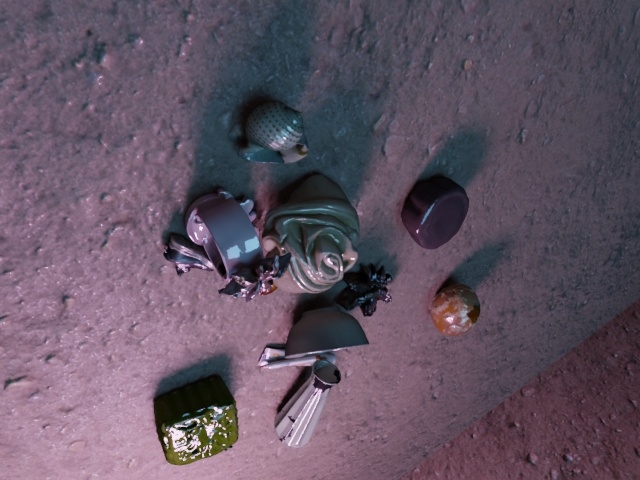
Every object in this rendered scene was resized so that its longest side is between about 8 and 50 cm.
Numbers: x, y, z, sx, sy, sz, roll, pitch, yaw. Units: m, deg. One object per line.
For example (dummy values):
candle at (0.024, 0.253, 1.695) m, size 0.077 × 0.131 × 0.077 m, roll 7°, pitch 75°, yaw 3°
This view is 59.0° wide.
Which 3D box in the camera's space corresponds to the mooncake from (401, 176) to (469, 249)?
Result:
mooncake at (0.388, -0.094, 1.914) m, size 0.244 × 0.133 × 0.245 m, roll -19°, pitch 131°, yaw -23°

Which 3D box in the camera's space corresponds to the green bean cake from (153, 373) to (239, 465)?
green bean cake at (-0.404, 0.598, 1.855) m, size 0.249 × 0.156 × 0.247 m, roll -16°, pitch 128°, yaw -26°

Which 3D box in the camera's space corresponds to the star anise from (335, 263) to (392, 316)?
star anise at (0.163, 0.184, 1.994) m, size 0.219 × 0.099 × 0.214 m, roll -20°, pitch 123°, yaw -22°

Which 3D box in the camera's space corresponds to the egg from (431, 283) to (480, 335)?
egg at (0.541, 0.283, 2.276) m, size 0.194 × 0.195 × 0.233 m, roll -7°, pitch 126°, yaw -32°

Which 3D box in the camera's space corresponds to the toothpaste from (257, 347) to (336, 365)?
toothpaste at (-0.077, 0.425, 2.037) m, size 0.314 × 0.056 × 0.058 m, roll 11°, pitch 72°, yaw -35°

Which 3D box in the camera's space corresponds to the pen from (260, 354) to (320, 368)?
pen at (-0.105, 0.427, 1.980) m, size 0.218 × 0.026 × 0.026 m, roll -4°, pitch 125°, yaw -21°

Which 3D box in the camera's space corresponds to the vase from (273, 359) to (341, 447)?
vase at (-0.049, 0.604, 2.092) m, size 0.165 × 0.165 × 0.360 m, roll 2°, pitch 127°, yaw -37°

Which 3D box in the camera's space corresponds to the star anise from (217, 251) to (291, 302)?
star anise at (-0.152, 0.092, 1.390) m, size 0.182 × 0.065 × 0.195 m, roll -41°, pitch 156°, yaw 23°

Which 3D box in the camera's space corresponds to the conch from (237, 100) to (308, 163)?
conch at (-0.119, -0.274, 1.413) m, size 0.172 × 0.199 × 0.131 m, roll 11°, pitch 77°, yaw -55°

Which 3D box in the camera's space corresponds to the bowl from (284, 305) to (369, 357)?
bowl at (0.012, 0.304, 1.906) m, size 0.289 × 0.146 × 0.289 m, roll -9°, pitch 168°, yaw -2°

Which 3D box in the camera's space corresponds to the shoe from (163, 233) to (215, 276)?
shoe at (-0.362, 0.055, 1.535) m, size 0.099 × 0.071 × 0.169 m, roll -47°, pitch 133°, yaw 8°

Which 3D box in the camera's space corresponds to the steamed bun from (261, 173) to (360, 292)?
steamed bun at (0.001, 0.008, 1.614) m, size 0.324 × 0.219 × 0.310 m, roll -38°, pitch 138°, yaw -32°

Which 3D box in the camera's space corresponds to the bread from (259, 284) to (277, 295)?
bread at (-0.165, 0.131, 1.743) m, size 0.085 × 0.053 × 0.085 m, roll -19°, pitch 132°, yaw -23°

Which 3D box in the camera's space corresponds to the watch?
watch at (-0.220, 0.001, 1.477) m, size 0.196 × 0.231 × 0.244 m, roll -28°, pitch 132°, yaw -20°
